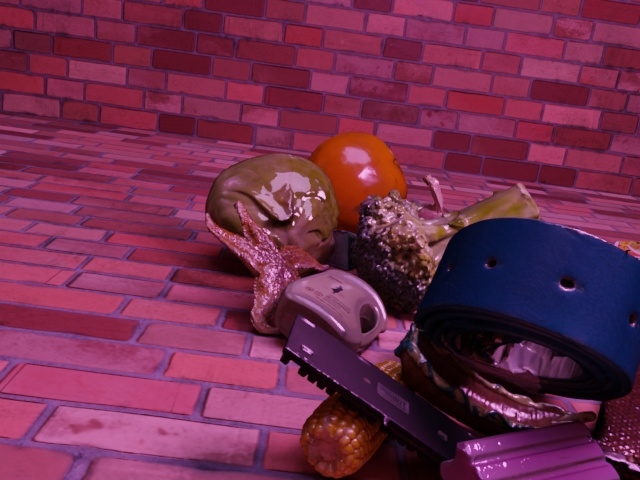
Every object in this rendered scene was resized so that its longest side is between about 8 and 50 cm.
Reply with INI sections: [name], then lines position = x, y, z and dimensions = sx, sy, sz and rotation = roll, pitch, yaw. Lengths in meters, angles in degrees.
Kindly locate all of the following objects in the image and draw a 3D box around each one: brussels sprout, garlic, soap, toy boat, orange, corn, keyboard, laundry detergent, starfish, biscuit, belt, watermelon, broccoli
[brussels sprout]
position = -0.105, -0.066, 1.565
dimensions = 0.328, 0.247, 0.327
rotation = -1, 54, 2
[garlic]
position = 0.285, -0.050, 1.724
dimensions = 0.245, 0.253, 0.245
rotation = 1, 22, 0
[soap]
position = 0.256, 0.289, 0.791
dimensions = 0.203, 0.065, 0.122
rotation = 0, 45, -27
[toy boat]
position = 0.236, 0.220, 0.946
dimensions = 0.293, 0.099, 0.108
rotation = 27, 18, -1
[orange]
position = 0.092, -0.149, 1.880
dimensions = 0.313, 0.311, 0.312
rotation = 7, 16, -2
[corn]
position = 0.058, 0.233, 0.909
dimensions = 0.094, 0.093, 0.244
rotation = 15, 18, 23
[keyboard]
position = 0.085, 0.209, 0.843
dimensions = 0.317, 0.027, 0.106
rotation = 36, 23, -6
[laundry detergent]
position = 0.035, 0.128, 1.246
dimensions = 0.181, 0.091, 0.253
rotation = 31, 23, 18
[starfish]
position = -0.093, 0.039, 1.310
dimensions = 0.302, 0.060, 0.299
rotation = 50, 34, -6
[biscuit]
position = 0.476, 0.274, 1.008
dimensions = 0.107, 0.073, 0.388
rotation = 14, 17, 25
[belt]
position = 0.308, 0.116, 0.998
dimensions = 0.300, 0.173, 0.436
rotation = 26, -11, 5
[watermelon]
position = 0.000, 0.000, 1.725
dimensions = 0.241, 0.094, 0.154
rotation = 12, 9, 22
[broccoli]
position = 0.252, 0.002, 1.439
dimensions = 0.397, 0.274, 0.352
rotation = 5, 57, 24

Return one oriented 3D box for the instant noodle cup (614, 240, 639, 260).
[instant noodle cup]
position = 0.861, 0.078, 1.711
dimensions = 0.212, 0.192, 0.193
rotation = 6, 13, 30
